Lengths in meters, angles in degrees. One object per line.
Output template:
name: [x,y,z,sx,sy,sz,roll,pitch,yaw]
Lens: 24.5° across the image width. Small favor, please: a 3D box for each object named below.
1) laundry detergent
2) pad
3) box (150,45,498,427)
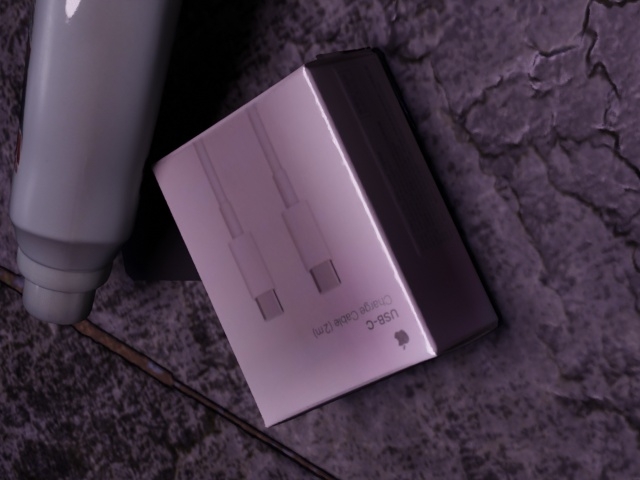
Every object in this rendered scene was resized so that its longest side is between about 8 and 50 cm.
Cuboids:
laundry detergent: [-0.195,-0.118,1.262,0.264,0.124,0.398,-101,22,-59]
pad: [-0.137,-0.016,1.379,0.157,0.003,0.112,0,102,40]
box: [0.000,0.000,1.203,0.203,0.106,0.252,-27,86,40]
